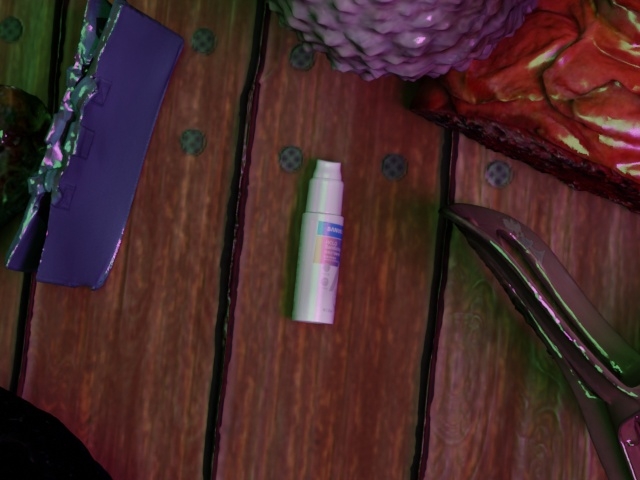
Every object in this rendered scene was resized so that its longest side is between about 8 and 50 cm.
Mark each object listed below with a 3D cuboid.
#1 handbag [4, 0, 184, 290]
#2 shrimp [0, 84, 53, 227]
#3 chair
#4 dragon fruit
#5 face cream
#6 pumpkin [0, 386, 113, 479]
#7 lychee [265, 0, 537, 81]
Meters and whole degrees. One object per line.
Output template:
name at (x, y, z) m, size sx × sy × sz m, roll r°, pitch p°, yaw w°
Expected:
handbag at (-0.177, -0.073, 1.208) m, size 0.057 × 0.144 × 0.221 m, roll 19°, pitch 88°, yaw 9°
shrimp at (-0.372, -0.002, 1.254) m, size 0.372 × 0.137 × 0.172 m, roll -34°, pitch 43°, yaw -2°
chair at (0.245, 0.072, 1.106) m, size 0.183 × 0.175 × 0.326 m, roll -31°, pitch 86°, yaw 15°
dragon fruit at (0.232, -0.137, 1.140) m, size 0.317 × 0.152 × 0.205 m, roll 23°, pitch 88°, yaw 12°
face cream at (0.000, 0.000, 1.225) m, size 0.034 × 0.034 × 0.130 m, roll 4°, pitch 84°, yaw 10°
pumpkin at (-0.273, 0.256, 1.152) m, size 0.315 × 0.238 × 0.315 m, roll -4°, pitch 65°, yaw 9°
lychee at (0.057, -0.258, 1.059) m, size 0.300 × 0.300 × 0.300 m, roll -1°, pitch 84°, yaw 10°
